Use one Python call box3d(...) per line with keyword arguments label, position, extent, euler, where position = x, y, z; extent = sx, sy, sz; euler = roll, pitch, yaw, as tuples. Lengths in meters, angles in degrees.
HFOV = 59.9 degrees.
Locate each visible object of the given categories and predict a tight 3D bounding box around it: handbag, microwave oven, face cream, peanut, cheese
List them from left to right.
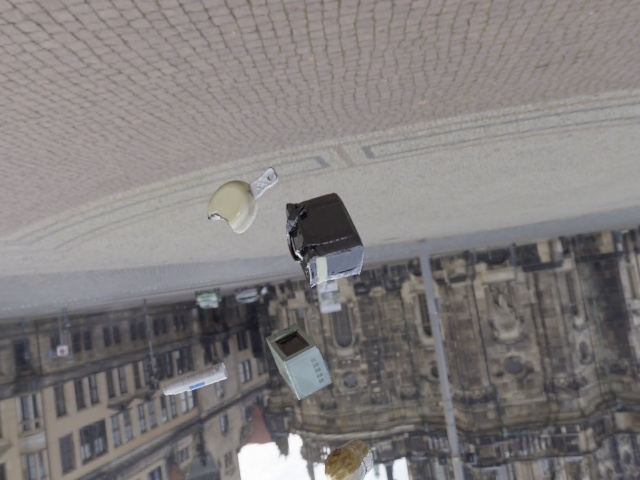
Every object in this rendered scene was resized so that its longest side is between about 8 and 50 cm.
box3d(label="face cream", position=(-0.258, 0.288, 1.141), extent=(0.129, 0.034, 0.034), euler=(-18, 176, -3))
box3d(label="cheese", position=(-0.231, -0.137, 1.634), extent=(0.070, 0.163, 0.249), euler=(11, 119, -55))
box3d(label="microwave oven", position=(-0.068, 0.372, 1.737), extent=(0.122, 0.163, 0.208), euler=(-25, -162, -14))
box3d(label="handbag", position=(0.000, 0.000, 1.544), extent=(0.181, 0.255, 0.181), euler=(-13, 143, -11))
box3d(label="peanut", position=(0.080, 0.603, 1.490), extent=(0.110, 0.120, 0.236), euler=(-1, 171, 19))
